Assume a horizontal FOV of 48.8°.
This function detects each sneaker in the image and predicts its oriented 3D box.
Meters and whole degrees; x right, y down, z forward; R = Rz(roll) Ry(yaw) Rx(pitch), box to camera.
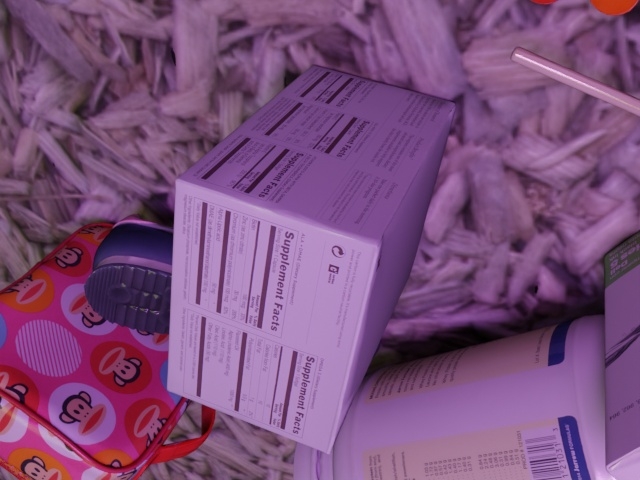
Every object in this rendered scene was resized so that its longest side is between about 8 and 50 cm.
[{"bbox_3d":[-0.082,0.048,0.769,0.319,0.131,0.112,20,125,-18],"label":"sneaker"}]

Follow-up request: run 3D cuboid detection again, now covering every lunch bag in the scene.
[{"bbox_3d":[-0.223,0.130,0.756,0.258,0.293,0.120,37,122,-1],"label":"lunch bag"}]

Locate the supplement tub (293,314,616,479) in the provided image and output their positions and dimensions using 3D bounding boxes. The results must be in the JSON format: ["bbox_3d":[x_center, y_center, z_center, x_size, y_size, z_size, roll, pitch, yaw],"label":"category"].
[{"bbox_3d":[0.160,0.219,0.682,0.325,0.235,0.235,-21,110,31],"label":"supplement tub"}]

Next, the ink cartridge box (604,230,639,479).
[{"bbox_3d":[0.322,0.114,0.529,0.198,0.273,0.115,43,126,-6],"label":"ink cartridge box"}]

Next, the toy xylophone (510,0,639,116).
[{"bbox_3d":[0.265,-0.196,0.483,0.323,0.081,0.236,31,126,2],"label":"toy xylophone"}]

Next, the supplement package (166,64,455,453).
[{"bbox_3d":[0.000,0.000,0.599,0.145,0.262,0.204,18,125,12],"label":"supplement package"}]
